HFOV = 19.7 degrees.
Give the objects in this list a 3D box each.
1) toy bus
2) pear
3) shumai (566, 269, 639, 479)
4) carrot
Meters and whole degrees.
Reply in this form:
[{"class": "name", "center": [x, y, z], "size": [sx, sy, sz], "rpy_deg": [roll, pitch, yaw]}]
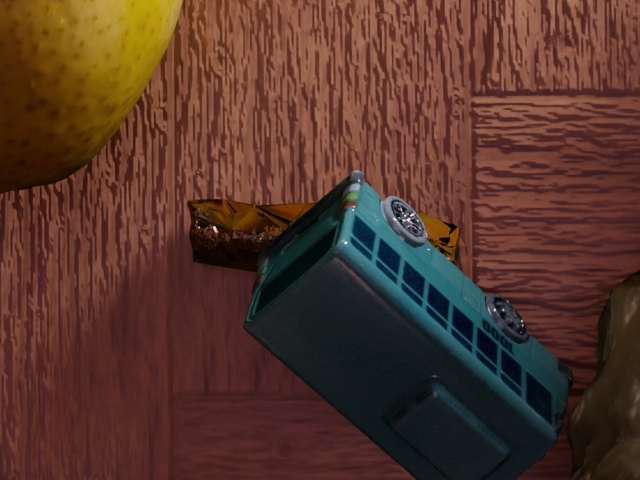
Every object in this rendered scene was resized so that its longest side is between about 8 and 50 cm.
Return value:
[{"class": "toy bus", "center": [0.072, 0.087, 1.432], "size": [0.256, 0.147, 0.128], "rpy_deg": [42, 117, -14]}, {"class": "pear", "center": [-0.280, -0.230, 1.391], "size": [0.362, 0.362, 0.418], "rpy_deg": [-2, 95, 3]}, {"class": "shumai", "center": [0.328, 0.170, 1.390], "size": [0.324, 0.397, 0.323], "rpy_deg": [12, 60, -30]}, {"class": "carrot", "center": [0.000, 0.001, 1.515], "size": [0.229, 0.069, 0.069], "rpy_deg": [5, 89, 5]}]
